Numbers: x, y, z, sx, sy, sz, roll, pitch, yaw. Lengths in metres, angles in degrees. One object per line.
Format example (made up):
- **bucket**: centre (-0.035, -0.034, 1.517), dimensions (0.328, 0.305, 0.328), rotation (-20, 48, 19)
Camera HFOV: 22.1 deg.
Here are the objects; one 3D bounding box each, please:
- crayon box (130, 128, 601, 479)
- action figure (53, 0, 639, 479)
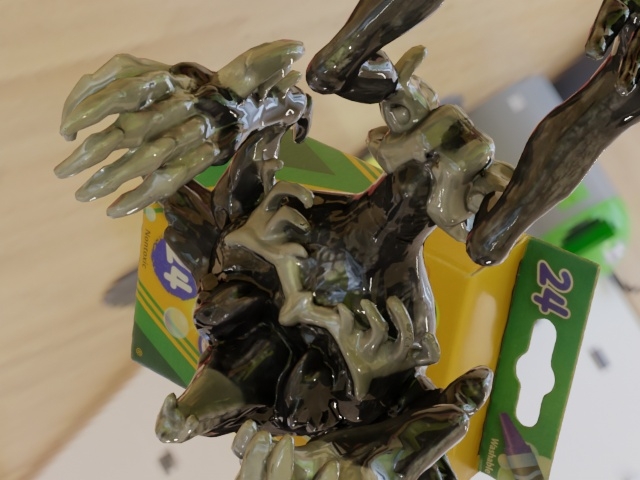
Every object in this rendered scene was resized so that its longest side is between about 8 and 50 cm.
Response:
- **crayon box**: centre (0.017, 0.052, 1.142), dimensions (0.083, 0.323, 0.203), rotation (-31, 137, -48)
- **action figure**: centre (0.000, 0.000, 0.481), dimensions (0.141, 0.164, 0.275), rotation (-23, 158, -42)
